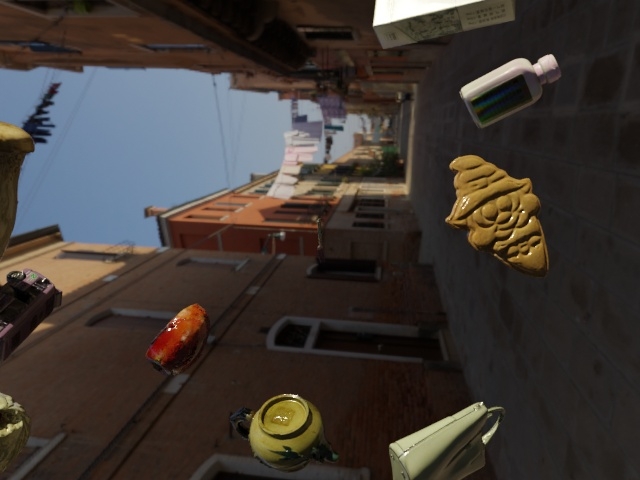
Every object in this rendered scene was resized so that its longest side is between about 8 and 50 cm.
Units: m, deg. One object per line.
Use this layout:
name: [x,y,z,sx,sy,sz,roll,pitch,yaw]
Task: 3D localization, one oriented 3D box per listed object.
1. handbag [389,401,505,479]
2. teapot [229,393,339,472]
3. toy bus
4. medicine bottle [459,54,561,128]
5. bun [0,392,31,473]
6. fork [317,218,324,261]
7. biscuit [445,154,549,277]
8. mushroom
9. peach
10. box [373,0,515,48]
handbag: [0.318,0.492,1.139,0.109,0.315,0.242,-126,20,-52]
teapot: [-0.086,0.467,1.148,0.173,0.269,0.183,-56,-37,-55]
toy bus: [-0.578,0.138,0.922,0.178,0.098,0.087,-75,7,-57]
medicine bottle: [0.467,-0.372,1.201,0.115,0.219,0.078,49,-151,-33]
bun: [-0.787,0.441,1.150,0.221,0.134,0.220,53,-173,-9]
fork: [0.000,-0.001,1.040,0.012,0.016,0.115,40,146,42]
biscuit: [0.307,-0.040,0.834,0.250,0.162,0.035,54,177,3]
mushroom: [-0.586,-0.051,0.845,0.351,0.122,0.095,-55,-4,23]
peach: [-0.314,0.235,1.123,0.172,0.092,0.127,-47,-14,-17]
box: [0.237,-0.480,0.942,0.069,0.256,0.164,37,-124,-56]
